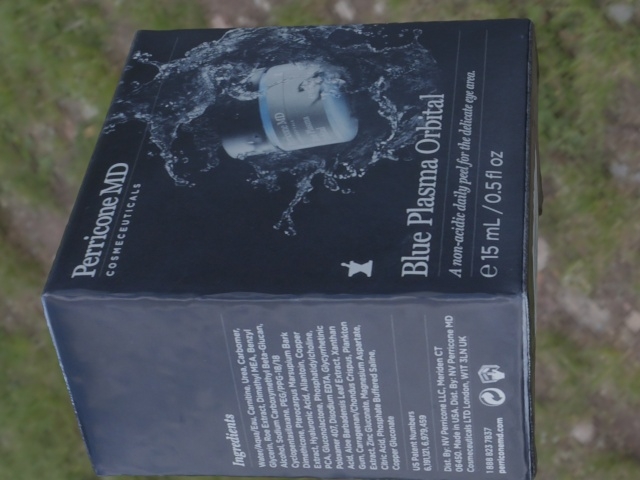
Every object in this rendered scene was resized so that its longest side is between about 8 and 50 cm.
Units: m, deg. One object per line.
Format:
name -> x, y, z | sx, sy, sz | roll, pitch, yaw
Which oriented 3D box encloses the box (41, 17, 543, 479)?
box -> 0.000, 0.000, 0.559 | 0.158, 0.156, 0.093 | -1, 131, 9
